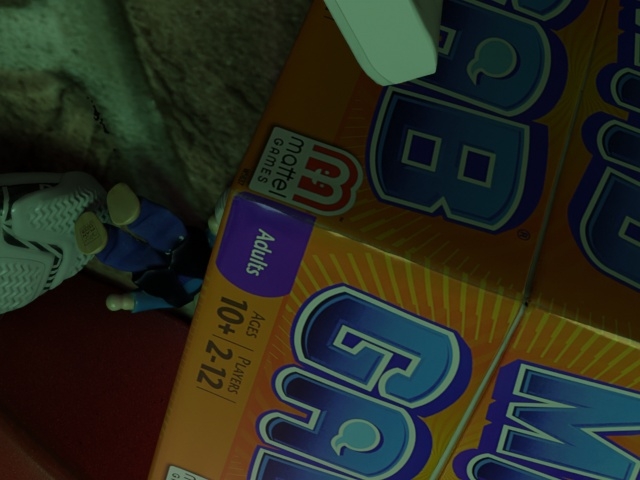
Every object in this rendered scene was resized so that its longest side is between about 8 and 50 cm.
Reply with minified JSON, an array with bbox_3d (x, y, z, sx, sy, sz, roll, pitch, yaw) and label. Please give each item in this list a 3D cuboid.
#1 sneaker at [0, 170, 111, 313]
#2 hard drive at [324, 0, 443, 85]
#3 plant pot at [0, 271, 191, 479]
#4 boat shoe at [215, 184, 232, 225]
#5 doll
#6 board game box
[{"bbox_3d":[-0.370,-0.034,1.442,0.366,0.210,0.137,-16,142,-25],"label":"sneaker"},{"bbox_3d":[0.017,-0.286,0.966,0.047,0.353,0.233,-14,131,22],"label":"hard drive"},{"bbox_3d":[-0.252,0.179,1.561,0.267,0.267,0.236,-33,110,34],"label":"plant pot"},{"bbox_3d":[0.000,0.000,1.472,0.184,0.066,0.063,36,131,-13],"label":"boat shoe"},{"bbox_3d":[-0.137,0.019,1.489,0.129,0.046,0.189,-41,143,9],"label":"doll"},{"bbox_3d":[0.123,0.014,1.198,0.356,0.356,0.356,20,140,1],"label":"board game box"}]
